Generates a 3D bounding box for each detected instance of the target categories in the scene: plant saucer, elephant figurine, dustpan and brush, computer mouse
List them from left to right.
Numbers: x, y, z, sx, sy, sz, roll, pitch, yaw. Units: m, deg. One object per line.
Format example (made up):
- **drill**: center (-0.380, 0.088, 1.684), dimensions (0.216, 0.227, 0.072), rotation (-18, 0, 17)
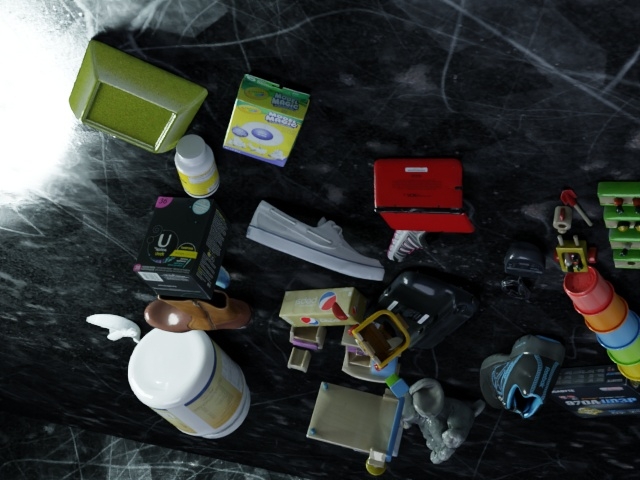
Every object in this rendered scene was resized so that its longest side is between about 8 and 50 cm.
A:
- **dustpan and brush**: center (-0.514, 0.233, 2.501), dimensions (0.147, 0.060, 0.211), rotation (28, 152, -25)
- **plant saucer**: center (-0.291, -0.206, 1.487), dimensions (0.188, 0.045, 0.188), rotation (22, 150, -15)
- **elephant figurine**: center (0.250, 0.419, 2.385), dimensions (0.239, 0.186, 0.169), rotation (40, 117, 5)
- **computer mouse**: center (0.356, 0.052, 1.704), dimensions (0.071, 0.041, 0.242), rotation (8, 161, 9)

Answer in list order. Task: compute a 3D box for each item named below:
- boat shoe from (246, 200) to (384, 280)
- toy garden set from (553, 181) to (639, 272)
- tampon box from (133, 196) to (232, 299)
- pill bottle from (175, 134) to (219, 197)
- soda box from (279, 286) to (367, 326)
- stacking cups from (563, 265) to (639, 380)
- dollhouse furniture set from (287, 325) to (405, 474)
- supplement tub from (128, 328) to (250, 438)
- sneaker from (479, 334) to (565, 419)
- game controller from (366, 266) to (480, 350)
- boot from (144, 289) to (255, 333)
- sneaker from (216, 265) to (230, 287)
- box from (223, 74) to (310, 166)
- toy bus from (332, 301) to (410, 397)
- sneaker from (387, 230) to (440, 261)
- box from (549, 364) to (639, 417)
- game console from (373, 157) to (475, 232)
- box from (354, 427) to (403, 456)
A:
- **boat shoe**: center (0.000, 0.000, 1.719), dimensions (0.258, 0.084, 0.095), rotation (20, 179, -7)
- **toy garden set**: center (0.453, -0.007, 1.505), dimensions (0.203, 0.049, 0.244), rotation (2, 152, 25)
- **tampon box**: center (-0.252, 0.012, 1.791), dimensions (0.120, 0.161, 0.101), rotation (3, 152, 21)
- **pill bottle**: center (-0.206, -0.125, 1.599), dimensions (0.065, 0.065, 0.116), rotation (11, 154, 8)
- **soda box**: center (0.005, 0.141, 2.034), dimensions (0.181, 0.061, 0.058), rotation (-5, 149, 35)
- **stacking cups**: center (0.533, 0.144, 1.737), dimensions (0.096, 0.096, 0.316), rotation (-5, 145, 35)
- **dollhouse furniture set**: center (0.045, 0.366, 2.193), dimensions (0.286, 0.304, 0.198), rotation (11, 154, 7)
- **supplement tub**: center (-0.327, 0.368, 2.483), dimensions (0.228, 0.228, 0.316), rotation (3, 152, 22)
- **sneaker**: center (0.413, 0.315, 2.076), dimensions (0.125, 0.140, 0.341), rotation (18, 154, 1)
- **game controller**: center (0.199, 0.140, 1.949), dimensions (0.166, 0.067, 0.319), rotation (31, 153, -1)
- **boot**: center (-0.294, 0.151, 2.083), dimensions (0.264, 0.096, 0.280), rotation (8, 172, 12)
- **sneaker**: center (-0.269, 0.074, 2.028), dimensions (0.162, 0.073, 0.063), rotation (18, 154, -8)
- **box**: center (-0.081, -0.180, 1.448), dimensions (0.105, 0.043, 0.179), rotation (17, 153, -6)
- **toy bus**: center (0.124, 0.189, 1.912), dimensions (0.191, 0.104, 0.202), rotation (54, 179, -41)
- **sneaker**: center (0.163, -0.005, 1.647), dimensions (0.074, 0.063, 0.170), rotation (20, 150, 3)
- **box**: center (0.616, 0.330, 2.105), dimensions (0.220, 0.051, 0.175), rotation (-13, 143, 45)
- **game console**: center (0.165, -0.070, 1.516), dimensions (0.143, 0.124, 0.085), rotation (2, -171, 24)
- **box**: center (0.153, 0.499, 2.599), dimensions (0.126, 0.137, 0.072), rotation (2, 151, 24)
